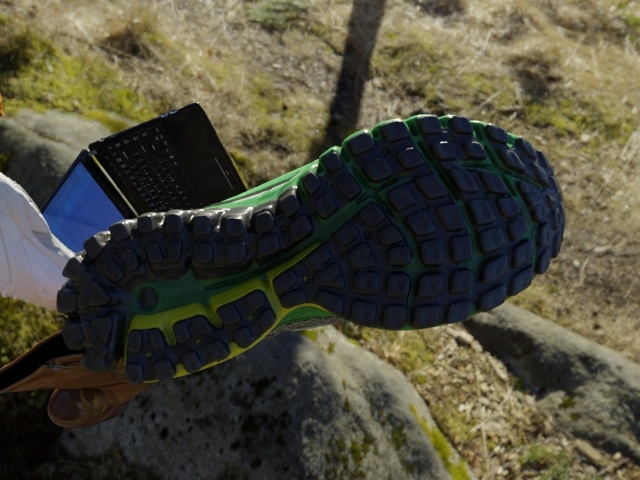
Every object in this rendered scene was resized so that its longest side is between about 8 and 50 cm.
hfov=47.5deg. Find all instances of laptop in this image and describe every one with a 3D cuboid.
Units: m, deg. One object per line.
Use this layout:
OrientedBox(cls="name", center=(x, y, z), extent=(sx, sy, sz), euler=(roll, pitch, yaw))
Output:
OrientedBox(cls="laptop", center=(-0.241, -0.030, 1.042), extent=(0.264, 0.234, 0.136), euler=(-20, 50, 4))

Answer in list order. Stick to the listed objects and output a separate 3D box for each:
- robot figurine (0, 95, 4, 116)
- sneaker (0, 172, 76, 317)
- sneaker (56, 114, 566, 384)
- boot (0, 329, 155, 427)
OrientedBox(cls="robot figurine", center=(-0.646, -0.362, 1.276), extent=(0.085, 0.211, 0.291), euler=(-16, 91, -3))
OrientedBox(cls="sneaker", center=(-0.343, 0.038, 0.847), extent=(0.115, 0.232, 0.090), euler=(-41, 27, -16))
OrientedBox(cls="sneaker", center=(0.000, 0.000, 0.519), extent=(0.344, 0.134, 0.146), euler=(-12, 2, 3))
OrientedBox(cls="boot", center=(-0.293, 0.175, 0.888), extent=(0.264, 0.280, 0.096), euler=(-22, 80, 13))
